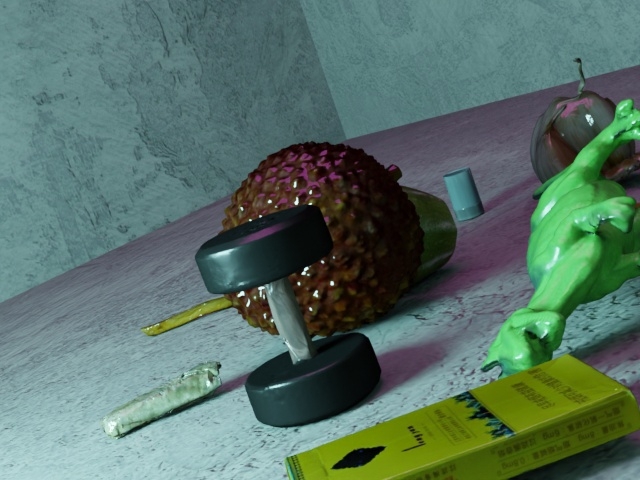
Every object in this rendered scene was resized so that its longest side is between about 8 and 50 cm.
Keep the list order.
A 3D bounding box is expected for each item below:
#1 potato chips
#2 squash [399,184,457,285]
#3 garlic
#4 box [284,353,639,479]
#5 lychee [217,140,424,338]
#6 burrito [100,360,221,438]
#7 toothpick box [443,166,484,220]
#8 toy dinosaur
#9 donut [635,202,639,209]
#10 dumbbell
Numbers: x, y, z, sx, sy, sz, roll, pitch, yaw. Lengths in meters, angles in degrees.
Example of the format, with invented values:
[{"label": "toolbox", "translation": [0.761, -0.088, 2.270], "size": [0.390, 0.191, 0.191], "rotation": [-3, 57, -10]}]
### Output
[{"label": "potato chips", "translation": [-0.211, 0.123, 1.973], "size": [0.204, 0.026, 0.037], "rotation": [-22, 7, -10]}, {"label": "squash", "translation": [0.118, -0.009, 1.692], "size": [0.122, 0.170, 0.170], "rotation": [-12, 3, -40]}, {"label": "garlic", "translation": [0.449, -0.172, 1.839], "size": [0.207, 0.257, 0.207], "rotation": [4, 46, -4]}, {"label": "box", "translation": [0.110, 0.169, 0.954], "size": [0.278, 0.041, 0.153], "rotation": [-20, 8, -5]}, {"label": "lychee", "translation": [0.000, 0.000, 1.552], "size": [0.304, 0.276, 0.275], "rotation": [-40, 16, -17]}, {"label": "burrito", "translation": [-0.200, 0.204, 1.460], "size": [0.171, 0.042, 0.051], "rotation": [-23, 20, -10]}, {"label": "toothpick box", "translation": [0.253, -0.082, 2.022], "size": [0.052, 0.083, 0.052], "rotation": [-19, 10, 4]}, {"label": "toy dinosaur", "translation": [0.267, 0.032, 1.333], "size": [0.374, 0.144, 0.500], "rotation": [-50, 1, -14]}, {"label": "donut", "translation": [0.453, -0.022, 1.379], "size": [0.162, 0.066, 0.178], "rotation": [-15, 9, 7]}, {"label": "dumbbell", "translation": [-0.035, 0.083, 1.283], "size": [0.152, 0.218, 0.152], "rotation": [-19, 9, 3]}]
